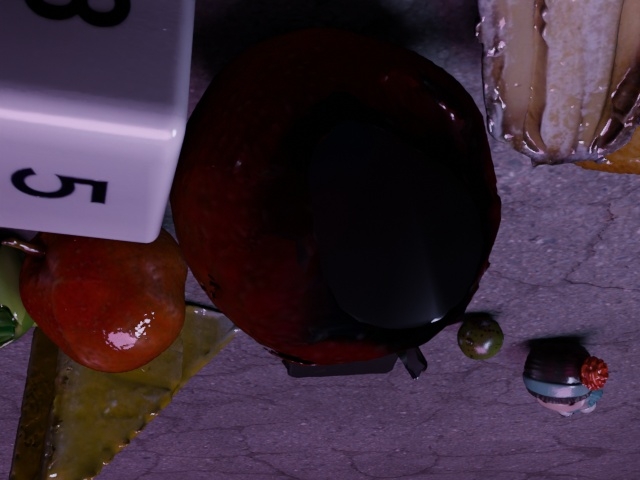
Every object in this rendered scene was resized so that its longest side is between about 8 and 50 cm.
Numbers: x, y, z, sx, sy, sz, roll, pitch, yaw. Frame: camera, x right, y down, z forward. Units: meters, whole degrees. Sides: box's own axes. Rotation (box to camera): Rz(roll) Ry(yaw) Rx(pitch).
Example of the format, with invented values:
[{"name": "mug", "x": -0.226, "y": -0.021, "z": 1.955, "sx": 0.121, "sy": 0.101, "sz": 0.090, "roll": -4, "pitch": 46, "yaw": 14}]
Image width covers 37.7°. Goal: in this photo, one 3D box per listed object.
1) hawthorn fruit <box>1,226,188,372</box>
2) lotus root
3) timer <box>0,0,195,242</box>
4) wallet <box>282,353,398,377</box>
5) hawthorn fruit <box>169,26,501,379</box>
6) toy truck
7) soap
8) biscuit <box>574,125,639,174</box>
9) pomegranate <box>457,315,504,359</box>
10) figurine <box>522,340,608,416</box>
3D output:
[{"name": "hawthorn fruit", "x": -0.270, "y": 0.046, "z": 1.095, "sx": 0.196, "sy": 0.197, "sz": 0.225, "roll": -23, "pitch": 136, "yaw": 38}, {"name": "lotus root", "x": 0.199, "y": -0.183, "z": 0.715, "sx": 0.167, "sy": 0.078, "sz": 0.329, "roll": 3, "pitch": 144, "yaw": 9}, {"name": "timer", "x": -0.206, "y": -0.127, "z": 0.726, "sx": 0.195, "sy": 0.192, "sz": 0.194, "roll": 7, "pitch": 153, "yaw": -14}, {"name": "wallet", "x": 0.044, "y": 0.146, "z": 1.446, "sx": 0.197, "sy": 0.051, "sz": 0.377, "roll": -1, "pitch": 155, "yaw": -6}, {"name": "hawthorn fruit", "x": 0.012, "y": -0.039, "z": 0.790, "sx": 0.316, "sy": 0.316, "sz": 0.316, "roll": 0, "pitch": 154, "yaw": 0}, {"name": "toy truck", "x": -0.426, "y": 0.077, "z": 1.215, "sx": 0.187, "sy": 0.148, "sz": 0.210, "roll": -24, "pitch": 166, "yaw": 33}, {"name": "soap", "x": -0.257, "y": 0.245, "z": 1.318, "sx": 0.304, "sy": 0.339, "sz": 0.169, "roll": 18, "pitch": 150, "yaw": -30}, {"name": "biscuit", "x": 0.335, "y": -0.148, "z": 0.866, "sx": 0.305, "sy": 0.038, "sz": 0.305, "roll": 0, "pitch": 154, "yaw": 0}, {"name": "pomegranate", "x": 0.251, "y": 0.144, "z": 1.436, "sx": 0.084, "sy": 0.073, "sz": 0.073, "roll": -30, "pitch": 164, "yaw": -23}, {"name": "figurine", "x": 0.423, "y": 0.238, "z": 1.583, "sx": 0.138, "sy": 0.110, "sz": 0.245, "roll": -12, "pitch": 156, "yaw": 19}]
